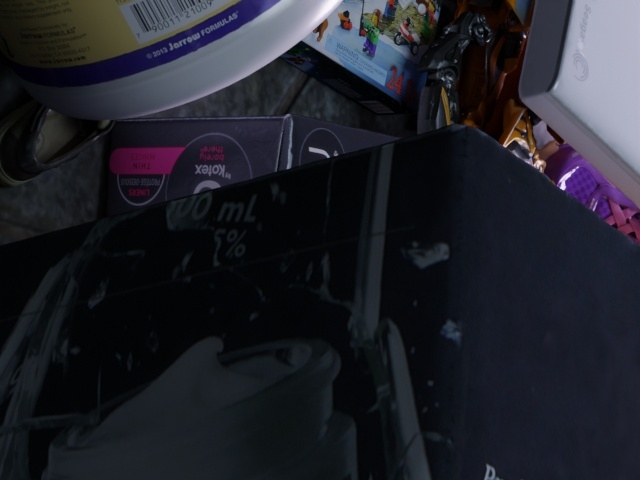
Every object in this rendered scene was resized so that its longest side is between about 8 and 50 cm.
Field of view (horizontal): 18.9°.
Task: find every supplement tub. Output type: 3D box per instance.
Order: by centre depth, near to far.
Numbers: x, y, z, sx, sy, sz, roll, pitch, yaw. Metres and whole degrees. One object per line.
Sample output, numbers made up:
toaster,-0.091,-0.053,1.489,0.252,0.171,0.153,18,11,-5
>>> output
supplement tub,-0.136,-0.262,1.097,0.241,0.241,0.331,-52,127,-36

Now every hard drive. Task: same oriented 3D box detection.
hard drive,0.279,-0.119,1.565,0.307,0.040,0.203,37,54,-37

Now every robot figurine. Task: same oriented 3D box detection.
robot figurine,0.152,-0.127,1.541,0.211,0.085,0.291,61,39,-47

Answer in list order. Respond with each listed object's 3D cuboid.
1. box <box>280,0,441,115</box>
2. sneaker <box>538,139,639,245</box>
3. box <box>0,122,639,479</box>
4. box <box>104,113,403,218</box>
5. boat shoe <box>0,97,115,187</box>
box,0.006,-0.207,1.421,0.233,0.044,0.159,26,71,-48
sneaker,0.267,-0.018,1.680,0.236,0.104,0.095,23,92,-47
box,-0.056,0.253,0.947,0.297,0.480,0.472,33,53,-44
box,0.000,0.000,1.322,0.270,0.165,0.143,8,84,-50
boat shoe,-0.151,-0.086,1.229,0.152,0.049,0.056,-54,129,-34
